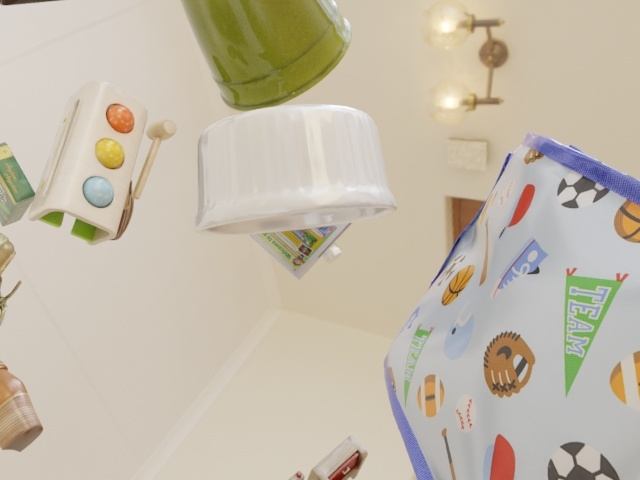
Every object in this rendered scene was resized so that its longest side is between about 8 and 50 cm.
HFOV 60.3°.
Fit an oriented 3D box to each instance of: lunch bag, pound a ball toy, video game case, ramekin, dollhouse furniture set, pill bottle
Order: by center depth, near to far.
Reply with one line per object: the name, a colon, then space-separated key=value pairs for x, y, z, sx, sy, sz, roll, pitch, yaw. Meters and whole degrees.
lunch bag: x=0.229 y=0.093 z=0.515 sx=0.239 sy=0.385 sz=0.328 roll=21 pitch=-72 yaw=-22
dollhouse furniture set: x=0.024 y=0.359 z=0.725 sx=0.183 sy=0.129 sz=0.129 roll=-28 pitch=-34 yaw=-39
ramekin: x=-0.040 y=-0.089 z=0.764 sx=0.277 sy=0.277 sz=0.135 roll=-3 pitch=-95 yaw=-61
video game case: x=-0.047 y=-0.066 z=0.983 sx=0.193 sy=0.212 sz=0.023 roll=-47 pitch=-22 yaw=-7
pound a ball toy: x=-0.382 y=-0.151 z=1.044 sx=0.208 sy=0.135 sz=0.319 roll=31 pitch=-125 yaw=-42
pill bottle: x=0.000 y=0.000 z=1.416 sx=0.067 sy=0.120 sz=0.067 roll=-36 pitch=-13 yaw=-9

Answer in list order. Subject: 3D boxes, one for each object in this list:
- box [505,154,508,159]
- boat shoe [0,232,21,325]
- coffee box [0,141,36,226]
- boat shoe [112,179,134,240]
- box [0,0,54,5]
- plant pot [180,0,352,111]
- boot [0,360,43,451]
box: x=0.431 y=-0.122 z=1.115 sx=0.102 sy=0.101 sz=0.087 roll=54 pitch=-151 yaw=-65
boat shoe: x=-0.488 y=0.126 z=0.746 sx=0.089 sy=0.104 sz=0.285 roll=32 pitch=-102 yaw=-23
coffee box: x=-0.601 y=-0.102 z=1.047 sx=0.040 sy=0.184 sz=0.113 roll=-31 pitch=-82 yaw=-38
boat shoe: x=-0.563 y=-0.144 z=1.477 sx=0.116 sy=0.123 sz=0.324 roll=-112 pitch=30 yaw=-65
box: x=-0.451 y=-0.580 z=0.976 sx=0.295 sy=0.073 sz=0.293 roll=-41 pitch=-18 yaw=-53
plant pot: x=-0.162 y=-0.554 z=1.258 sx=0.353 sy=0.366 sz=0.366 roll=56 pitch=-129 yaw=-43
boot: x=-0.686 y=0.349 z=1.015 sx=0.283 sy=0.220 sz=0.109 roll=-41 pitch=-22 yaw=-15
